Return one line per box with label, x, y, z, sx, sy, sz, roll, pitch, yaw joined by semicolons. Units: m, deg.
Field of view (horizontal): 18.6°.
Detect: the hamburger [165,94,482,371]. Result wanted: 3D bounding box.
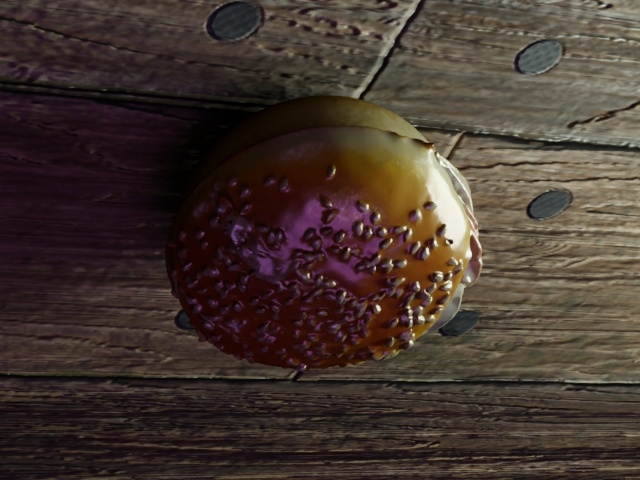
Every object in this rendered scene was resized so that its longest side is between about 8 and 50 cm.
hamburger;0.002;-0.003;1.376;0.236;0.147;0.237;-13;141;-11
